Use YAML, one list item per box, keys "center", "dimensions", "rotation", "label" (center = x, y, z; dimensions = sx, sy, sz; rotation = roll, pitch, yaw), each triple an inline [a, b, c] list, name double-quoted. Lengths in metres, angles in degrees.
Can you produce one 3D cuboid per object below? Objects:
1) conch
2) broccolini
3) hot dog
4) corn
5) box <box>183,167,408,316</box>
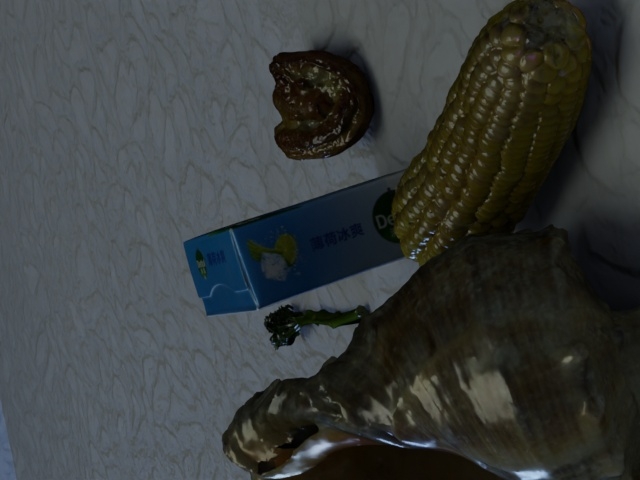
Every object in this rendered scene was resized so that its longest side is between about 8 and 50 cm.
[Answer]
- center: [0.119, 0.137, 1.217]
  dimensions: [0.352, 0.210, 0.297]
  rotation: [-8, 105, 41]
  label: "conch"
- center: [-0.002, 0.077, 1.719]
  dimensions: [0.218, 0.042, 0.044]
  rotation: [-21, 87, 63]
  label: "broccolini"
- center: [-0.006, -0.122, 1.514]
  dimensions: [0.147, 0.065, 0.099]
  rotation: [-161, 65, -66]
  label: "hot dog"
- center: [0.120, -0.073, 1.197]
  dimensions: [0.101, 0.101, 0.292]
  rotation: [62, 158, 23]
  label: "corn"
- center: [0.000, 0.001, 1.419]
  dimensions: [0.139, 0.194, 0.073]
  rotation: [-16, 92, 68]
  label: "box"
